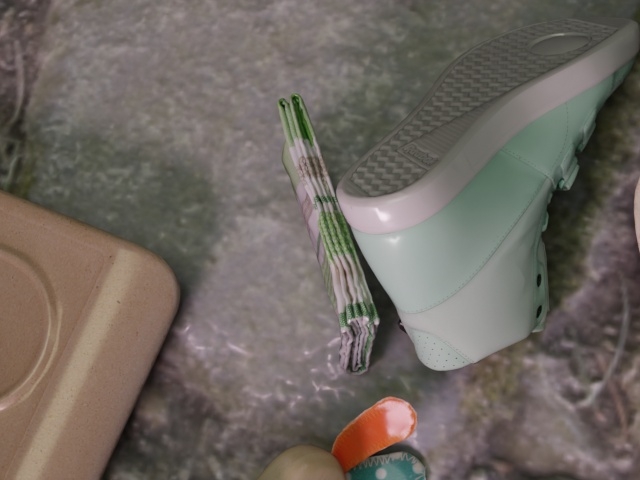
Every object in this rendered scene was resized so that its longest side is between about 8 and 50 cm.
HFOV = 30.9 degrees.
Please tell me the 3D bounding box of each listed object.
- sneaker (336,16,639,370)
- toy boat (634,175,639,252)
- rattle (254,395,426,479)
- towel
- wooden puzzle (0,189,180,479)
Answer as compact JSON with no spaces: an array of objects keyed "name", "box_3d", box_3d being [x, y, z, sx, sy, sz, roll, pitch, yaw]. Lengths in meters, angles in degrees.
[{"name":"sneaker","box_3d":[0.120,-0.031,0.716,0.094,0.151,0.256,13,43,46]},{"name":"toy boat","box_3d":[0.330,0.037,0.607,0.268,0.148,0.318,-21,71,6]},{"name":"rattle","box_3d":[-0.044,0.168,0.703,0.130,0.143,0.199,43,67,-24]},{"name":"towel","box_3d":[0.000,0.000,0.709,0.023,0.113,0.152,-16,70,-7]},{"name":"wooden puzzle","box_3d":[-0.302,0.105,0.770,0.348,0.080,0.322,22,80,13]}]
